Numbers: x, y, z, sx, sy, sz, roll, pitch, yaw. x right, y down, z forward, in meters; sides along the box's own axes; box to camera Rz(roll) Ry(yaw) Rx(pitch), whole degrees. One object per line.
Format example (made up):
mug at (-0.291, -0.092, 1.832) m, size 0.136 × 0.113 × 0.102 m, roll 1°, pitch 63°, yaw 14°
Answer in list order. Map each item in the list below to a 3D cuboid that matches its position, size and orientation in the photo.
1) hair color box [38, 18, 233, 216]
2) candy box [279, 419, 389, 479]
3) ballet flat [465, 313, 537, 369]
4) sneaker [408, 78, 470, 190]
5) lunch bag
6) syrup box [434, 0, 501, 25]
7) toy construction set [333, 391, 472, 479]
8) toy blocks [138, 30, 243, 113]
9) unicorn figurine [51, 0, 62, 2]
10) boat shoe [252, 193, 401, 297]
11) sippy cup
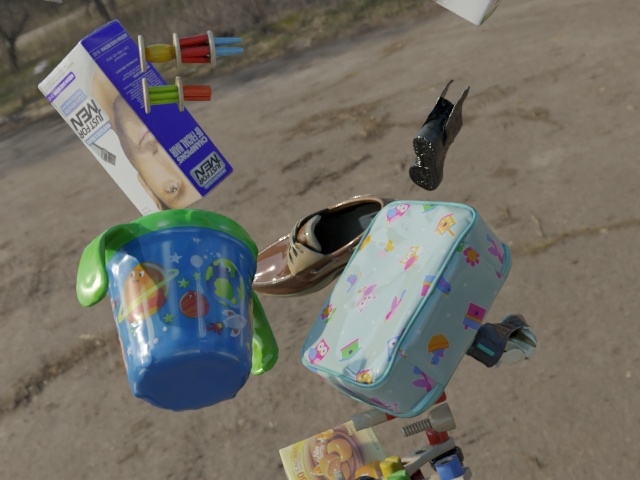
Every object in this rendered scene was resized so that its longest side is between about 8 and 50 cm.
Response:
hair color box at (-0.337, -0.204, 1.503) m, size 0.185 × 0.339 × 0.110 m, roll -25°, pitch 19°, yaw 46°
candy box at (0.063, 0.477, 1.464) m, size 0.183 × 0.087 × 0.316 m, roll -21°, pitch 39°, yaw -9°
ballet flat at (0.269, 0.150, 1.182) m, size 0.074 × 0.074 × 0.203 m, roll -9°, pitch -6°, yaw 32°
sneaker at (0.165, -0.141, 1.136) m, size 0.051 × 0.170 × 0.089 m, roll 30°, pitch 72°, yaw 17°
lunch bag at (0.106, 0.078, 1.062) m, size 0.279 × 0.108 × 0.224 m, roll -58°, pitch 27°, yaw -16°
syrup box at (0.113, -0.352, 0.922) m, size 0.096 × 0.237 × 0.093 m, roll -52°, pitch -10°, yaw -37°
toy construction set at (0.111, 0.367, 1.252) m, size 0.237 × 0.309 × 0.257 m, roll -19°, pitch 26°, yaw 3°
toy blocks at (-0.188, -0.248, 1.209) m, size 0.148 × 0.123 × 0.054 m, roll -7°, pitch 42°, yaw -12°
unicorn figurine at (-0.571, -0.519, 1.682) m, size 0.162 × 0.060 × 0.111 m, roll 5°, pitch 14°, yaw 7°
boat shoe at (0.000, 0.000, 1.335) m, size 0.324 × 0.116 × 0.123 m, roll -24°, pitch 57°, yaw 26°
sippy cup at (-0.193, 0.112, 1.178) m, size 0.305 × 0.240 × 0.224 m, roll 1°, pitch 50°, yaw -18°
